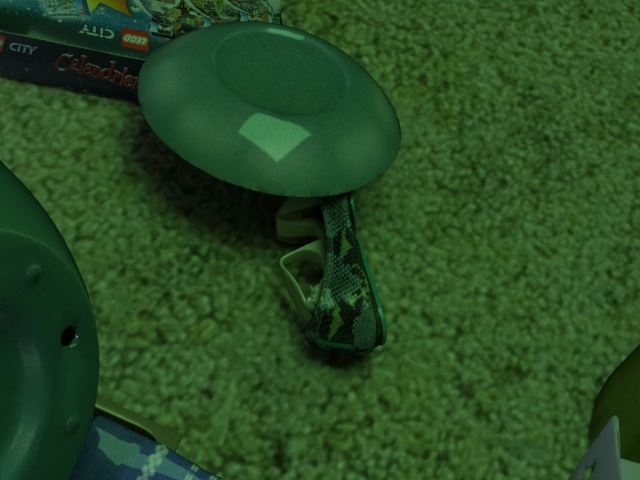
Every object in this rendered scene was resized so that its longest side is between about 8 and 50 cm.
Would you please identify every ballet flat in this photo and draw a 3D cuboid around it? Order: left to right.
[{"bbox_3d":[0.000,0.000,1.288,0.070,0.070,0.188,6,43,-19],"label":"ballet flat"}]

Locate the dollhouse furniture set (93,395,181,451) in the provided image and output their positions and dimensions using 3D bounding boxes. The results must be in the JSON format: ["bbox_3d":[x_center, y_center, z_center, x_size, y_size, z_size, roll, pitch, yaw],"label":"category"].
[{"bbox_3d":[-0.134,0.125,1.059,0.144,0.123,0.151,25,43,-1],"label":"dollhouse furniture set"}]

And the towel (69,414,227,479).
[{"bbox_3d":[-0.038,0.268,0.934,0.336,0.040,0.243,30,84,3],"label":"towel"}]

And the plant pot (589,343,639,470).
[{"bbox_3d":[0.362,0.081,1.202,0.275,0.293,0.274,13,44,-13],"label":"plant pot"}]

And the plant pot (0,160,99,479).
[{"bbox_3d":[-0.253,0.052,0.897,0.235,0.293,0.293,18,35,37],"label":"plant pot"}]

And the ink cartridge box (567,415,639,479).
[{"bbox_3d":[0.194,0.211,1.139,0.060,0.104,0.180,15,45,-11],"label":"ink cartridge box"}]

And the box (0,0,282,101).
[{"bbox_3d":[-0.145,-0.175,1.400,0.233,0.044,0.159,10,46,-15],"label":"box"}]

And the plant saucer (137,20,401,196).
[{"bbox_3d":[-0.032,-0.107,1.309,0.195,0.037,0.195,10,40,-8],"label":"plant saucer"}]
